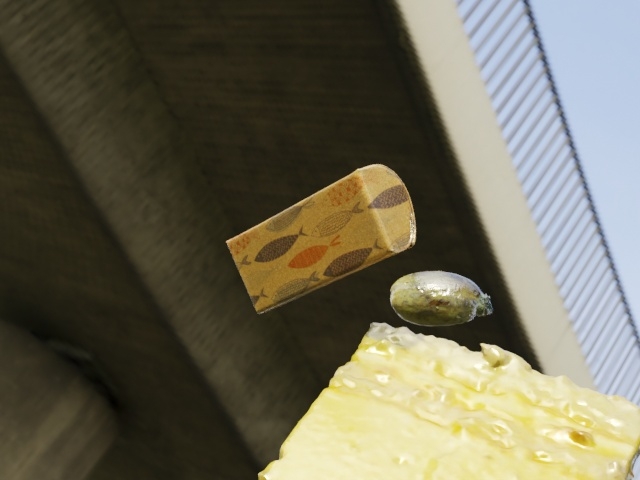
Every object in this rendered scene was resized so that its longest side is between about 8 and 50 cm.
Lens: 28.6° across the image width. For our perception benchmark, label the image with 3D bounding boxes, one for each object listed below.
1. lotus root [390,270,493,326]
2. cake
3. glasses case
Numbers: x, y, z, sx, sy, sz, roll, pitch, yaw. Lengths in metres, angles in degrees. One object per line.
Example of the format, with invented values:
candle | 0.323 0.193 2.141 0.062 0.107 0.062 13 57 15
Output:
lotus root | 0.116 0.055 1.201 0.099 0.054 0.049 5 -63 9
cake | 0.073 0.234 0.865 0.222 0.286 0.227 17 -56 18
glasses case | 0.000 0.000 0.936 0.170 0.041 0.065 -27 -94 48
